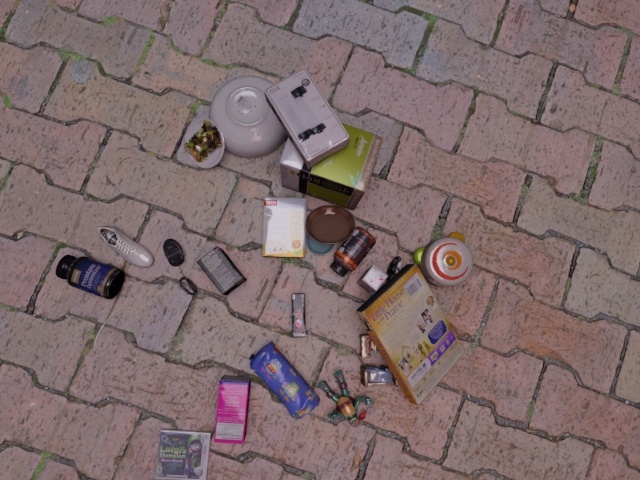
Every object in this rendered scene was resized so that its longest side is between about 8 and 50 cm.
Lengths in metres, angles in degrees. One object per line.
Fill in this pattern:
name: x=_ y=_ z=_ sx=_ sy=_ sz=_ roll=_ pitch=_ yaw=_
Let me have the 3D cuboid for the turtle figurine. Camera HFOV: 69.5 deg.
turtle figurine: x=0.094 y=0.621 z=1.741 sx=0.175 sy=0.118 sz=0.234 roll=-27 pitch=69 yaw=-21

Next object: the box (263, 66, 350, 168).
box: x=-0.046 y=-0.408 z=1.550 sx=0.169 sy=0.087 sz=0.290 roll=-32 pitch=83 yaw=-6

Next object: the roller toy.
roller toy: x=0.495 y=0.085 z=1.815 sx=0.209 sy=0.146 sz=0.191 roll=-25 pitch=85 yaw=-6

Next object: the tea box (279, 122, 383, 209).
tea box: x=0.031 y=-0.289 z=1.747 sx=0.323 sy=0.329 sz=0.220 roll=20 pitch=82 yaw=-1

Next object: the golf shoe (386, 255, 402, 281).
golf shoe: x=0.309 y=0.163 z=1.840 sx=0.093 sy=0.077 sz=0.199 roll=12 pitch=89 yaw=-12

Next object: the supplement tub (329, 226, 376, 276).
supplement tub: x=0.123 y=0.048 z=1.821 sx=0.106 sy=0.106 sz=0.198 roll=39 pitch=82 yaw=2

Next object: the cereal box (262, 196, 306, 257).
cereal box: x=-0.144 y=-0.052 z=1.849 sx=0.172 sy=0.047 sz=0.241 roll=2 pitch=82 yaw=-3

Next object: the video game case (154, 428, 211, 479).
video game case: x=-0.514 y=0.804 z=1.731 sx=0.190 sy=0.022 sz=0.174 roll=5 pitch=82 yaw=-2

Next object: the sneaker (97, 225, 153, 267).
sneaker: x=-0.757 y=0.027 z=1.783 sx=0.235 sy=0.095 sz=0.090 roll=34 pitch=81 yaw=0

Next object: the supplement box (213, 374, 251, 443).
supplement box: x=-0.326 y=0.627 z=1.719 sx=0.113 sy=0.111 sz=0.220 roll=6 pitch=83 yaw=-3

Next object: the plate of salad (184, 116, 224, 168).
plate of salad: x=-0.468 y=-0.386 z=1.832 sx=0.199 sy=0.048 sz=0.200 roll=6 pitch=104 yaw=26

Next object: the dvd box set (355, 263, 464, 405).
dvd box set: x=0.342 y=0.342 z=1.712 sx=0.307 sy=0.062 sz=0.421 roll=-38 pitch=103 yaw=-28

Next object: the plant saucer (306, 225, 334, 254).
plant saucer: x=0.000 y=0.000 z=1.863 sx=0.119 sy=0.021 sz=0.120 roll=0 pitch=82 yaw=-4

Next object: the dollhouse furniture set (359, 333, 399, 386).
dollhouse furniture set: x=0.221 y=0.455 z=1.761 sx=0.129 sy=0.129 sz=0.184 roll=0 pitch=83 yaw=-3

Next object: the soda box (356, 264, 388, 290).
soda box: x=0.194 y=0.148 z=1.756 sx=0.069 sy=0.216 sz=0.074 roll=38 pitch=83 yaw=5

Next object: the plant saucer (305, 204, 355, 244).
plant saucer: x=0.039 y=-0.056 z=1.833 sx=0.198 sy=0.036 sz=0.199 roll=-1 pitch=54 yaw=1

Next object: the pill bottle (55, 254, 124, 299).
pill bottle: x=-0.871 y=0.133 z=1.747 sx=0.219 sy=0.123 sz=0.123 roll=19 pitch=82 yaw=1

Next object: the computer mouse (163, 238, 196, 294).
computer mouse: x=-0.548 y=0.104 z=1.817 sx=0.071 sy=0.041 sz=0.242 roll=-23 pitch=91 yaw=3

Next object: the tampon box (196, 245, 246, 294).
tampon box: x=-0.378 y=0.118 z=1.777 sx=0.101 sy=0.120 sz=0.161 roll=-38 pitch=86 yaw=-6

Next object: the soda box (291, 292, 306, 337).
soda box: x=-0.085 y=0.291 z=1.801 sx=0.053 sy=0.060 sz=0.169 roll=-1 pitch=82 yaw=-4

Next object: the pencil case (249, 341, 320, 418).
pencil case: x=-0.141 y=0.529 z=1.737 sx=0.133 sy=0.119 sz=0.306 roll=-41 pitch=86 yaw=-22

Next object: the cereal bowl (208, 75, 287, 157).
cereal bowl: x=-0.286 y=-0.511 z=1.855 sx=0.338 sy=0.141 sz=0.340 roll=0 pitch=84 yaw=-3
